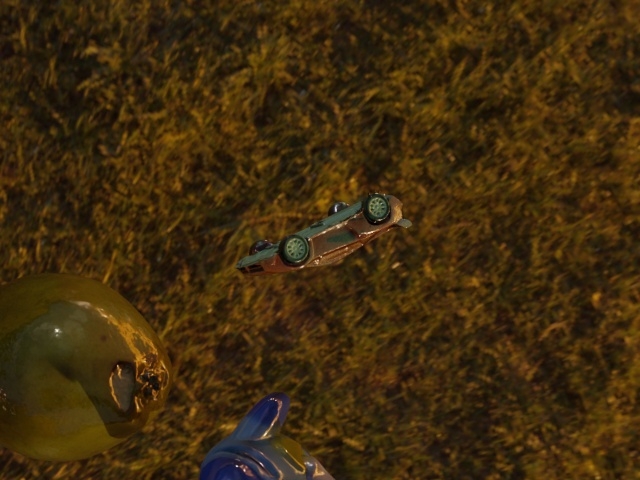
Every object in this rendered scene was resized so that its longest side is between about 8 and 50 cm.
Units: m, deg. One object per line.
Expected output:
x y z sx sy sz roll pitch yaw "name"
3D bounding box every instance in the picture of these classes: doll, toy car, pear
-0.039 0.342 1.305 0.187 0.365 0.376 -35 130 -13 "doll"
0.000 0.000 0.715 0.122 0.059 0.035 -28 99 -26 "toy car"
-0.364 0.173 1.466 0.321 0.269 0.269 4 66 14 "pear"
